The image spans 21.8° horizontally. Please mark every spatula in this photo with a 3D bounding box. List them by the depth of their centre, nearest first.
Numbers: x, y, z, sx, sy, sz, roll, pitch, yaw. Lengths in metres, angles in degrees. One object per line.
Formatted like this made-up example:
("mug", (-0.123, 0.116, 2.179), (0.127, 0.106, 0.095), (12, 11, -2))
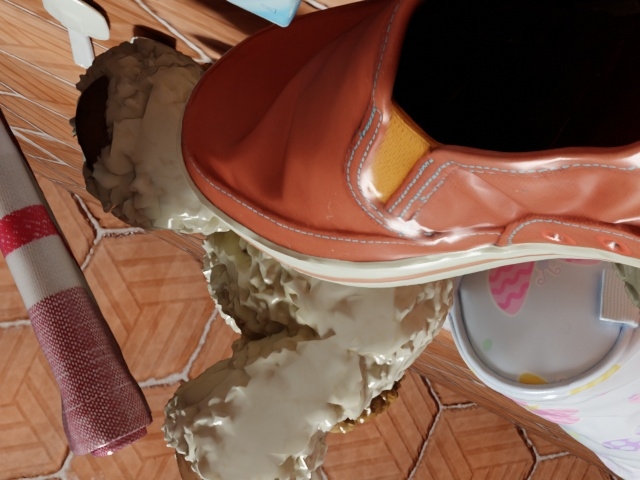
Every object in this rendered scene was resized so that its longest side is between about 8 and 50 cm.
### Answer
("spatula", (-0.106, -0.105, 1.096), (0.168, 0.019, 0.242), (25, 174, -3))

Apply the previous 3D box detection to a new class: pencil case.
("pencil case", (0.178, 0.072, 1.000), (0.124, 0.113, 0.273), (17, 170, 34))

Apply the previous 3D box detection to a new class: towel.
("towel", (-0.159, -0.058, 0.722), (0.329, 0.037, 0.237), (63, 172, 3))

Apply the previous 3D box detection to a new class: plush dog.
("plush dog", (0.000, 0.000, 0.894), (0.210, 0.262, 0.225), (-17, -173, 1))

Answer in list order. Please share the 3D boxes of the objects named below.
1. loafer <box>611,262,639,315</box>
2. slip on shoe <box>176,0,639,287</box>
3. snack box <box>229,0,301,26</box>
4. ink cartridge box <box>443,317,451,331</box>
("loafer", (0.206, 0.026, 0.600), (0.268, 0.092, 0.102), (39, 157, 41))
("slip on shoe", (0.051, -0.049, 0.511), (0.101, 0.123, 0.331), (40, 162, -31))
("snack box", (-0.071, -0.147, 0.400), (0.187, 0.060, 0.322), (26, 174, -1))
("ink cartridge box", (0.069, 0.015, 1.194), (0.109, 0.063, 0.150), (22, 174, 26))
